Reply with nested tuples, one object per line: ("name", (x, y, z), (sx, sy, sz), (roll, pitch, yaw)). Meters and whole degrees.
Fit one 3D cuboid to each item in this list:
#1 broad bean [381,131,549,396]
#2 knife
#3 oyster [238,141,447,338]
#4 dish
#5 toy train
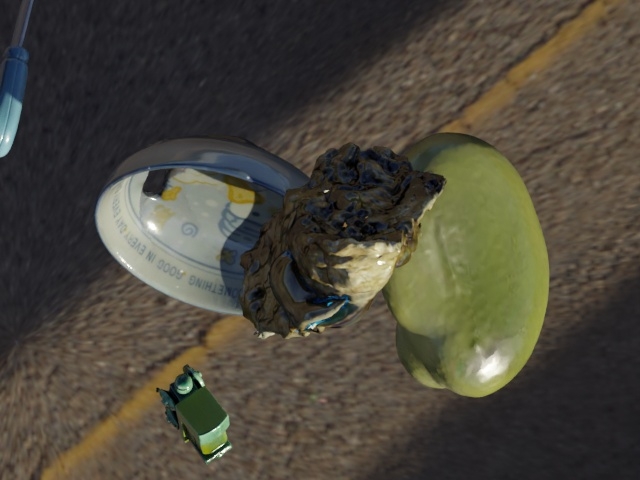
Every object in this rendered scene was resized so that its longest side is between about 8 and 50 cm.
("broad bean", (0.143, 0.024, 1.576), (0.189, 0.121, 0.263), (-19, 113, -25))
("knife", (-0.278, -0.189, 1.481), (0.032, 0.058, 0.244), (14, 67, -16))
("oyster", (0.000, 0.000, 1.330), (0.223, 0.214, 0.083), (-30, 111, 32))
("dish", (-0.097, -0.045, 1.742), (0.273, 0.273, 0.134), (19, 55, -9))
("toy train", (-0.124, 0.175, 1.620), (0.050, 0.122, 0.081), (-36, 69, -15))
